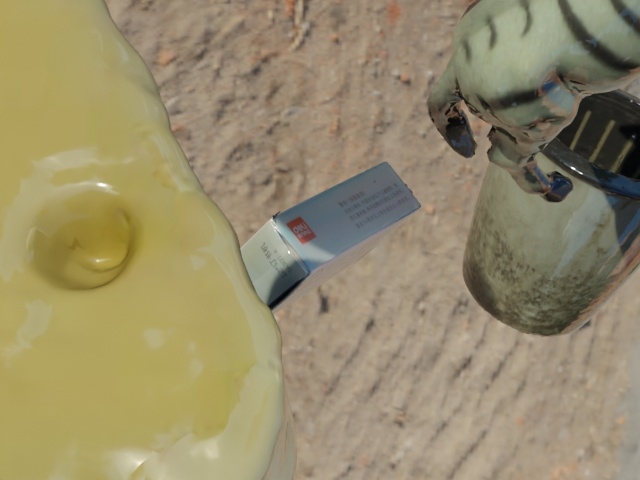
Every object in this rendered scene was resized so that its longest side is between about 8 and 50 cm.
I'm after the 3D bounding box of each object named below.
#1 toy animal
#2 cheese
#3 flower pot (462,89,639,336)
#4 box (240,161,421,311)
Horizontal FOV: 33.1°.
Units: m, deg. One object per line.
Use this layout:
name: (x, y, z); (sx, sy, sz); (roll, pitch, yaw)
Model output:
toy animal: (0.112, -0.100, 0.399); (0.176, 0.217, 0.073); (9, 50, -45)
cheese: (-0.201, -0.038, 0.410); (0.384, 0.384, 0.104); (-57, 165, -20)
flower pot: (0.372, -0.036, 1.619); (0.293, 0.293, 0.330); (-21, 142, -41)
box: (0.000, 0.000, 1.280); (0.079, 0.135, 0.269); (52, 38, 7)
